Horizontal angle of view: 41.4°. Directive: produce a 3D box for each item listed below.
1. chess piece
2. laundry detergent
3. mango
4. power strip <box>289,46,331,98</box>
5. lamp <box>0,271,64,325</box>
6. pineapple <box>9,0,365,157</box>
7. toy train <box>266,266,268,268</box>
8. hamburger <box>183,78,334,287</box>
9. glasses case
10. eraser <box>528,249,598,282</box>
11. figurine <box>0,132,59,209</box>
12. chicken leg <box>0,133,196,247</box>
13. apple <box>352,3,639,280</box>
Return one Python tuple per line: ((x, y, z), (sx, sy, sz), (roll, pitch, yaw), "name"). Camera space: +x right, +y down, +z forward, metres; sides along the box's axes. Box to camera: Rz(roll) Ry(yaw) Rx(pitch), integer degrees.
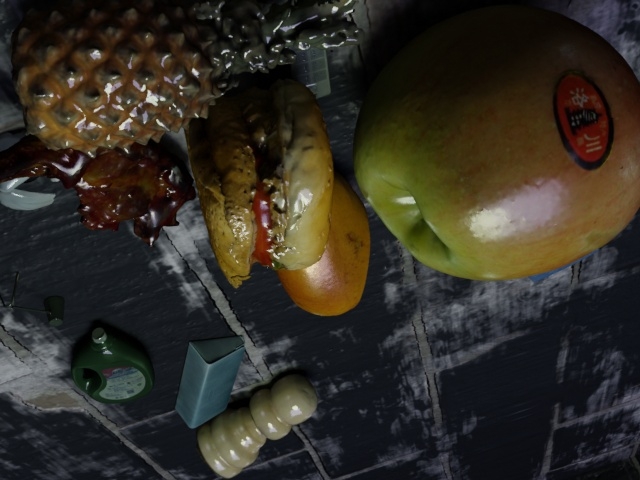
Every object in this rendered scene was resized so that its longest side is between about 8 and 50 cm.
((-0.120, 0.375, 1.760), (0.261, 0.142, 0.143), (-33, 144, 15), "chess piece")
((-0.369, 0.214, 1.469), (0.137, 0.063, 0.211), (-9, 146, -2), "laundry detergent")
((0.000, 0.000, 1.253), (0.154, 0.126, 0.252), (-18, 127, -11), "mango")
((-0.014, -0.216, 1.050), (0.051, 0.019, 0.136), (-17, 147, -6), "power strip")
((-0.430, 0.099, 1.279), (0.041, 0.054, 0.121), (-28, 146, 14), "lamp")
((-0.133, -0.194, 0.891), (0.361, 0.175, 0.175), (-12, 146, -7), "pineapple")
((-0.019, 0.014, 1.365), (0.148, 0.038, 0.071), (-16, 144, -2), "toy train")
((-0.072, -0.070, 1.050), (0.163, 0.244, 0.244), (-15, 147, -11), "hamburger")
((-0.214, 0.279, 1.642), (0.105, 0.056, 0.266), (-4, 144, -19), "glasses case")
((0.390, -0.020, 1.502), (0.144, 0.042, 0.312), (-29, 145, 17), "eraser")
((-0.372, -0.080, 1.044), (0.094, 0.082, 0.086), (5, 165, 8), "figurine")
((-0.290, -0.082, 1.004), (0.407, 0.096, 0.158), (3, 122, -59), "chicken leg")
((0.207, -0.108, 1.014), (0.305, 0.338, 0.338), (-27, 148, -11), "apple")
